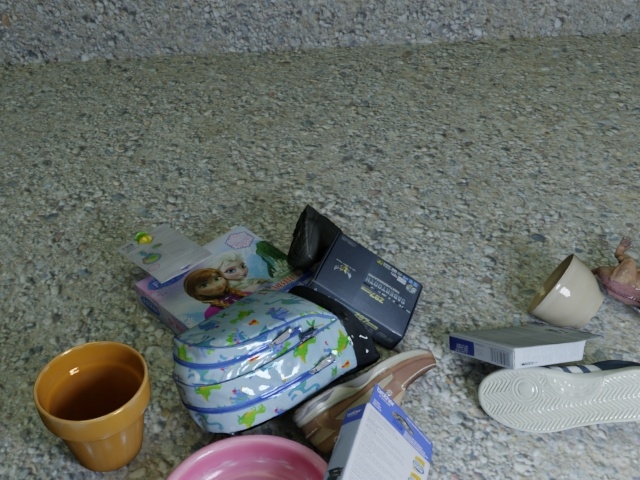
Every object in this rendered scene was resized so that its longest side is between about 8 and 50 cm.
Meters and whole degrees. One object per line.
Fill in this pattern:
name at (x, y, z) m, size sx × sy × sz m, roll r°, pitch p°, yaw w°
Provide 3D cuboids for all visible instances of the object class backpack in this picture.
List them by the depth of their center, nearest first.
backpack at (-0.116, 0.229, 1.691) m, size 0.356 × 0.273 × 0.290 m, roll -40°, pitch 30°, yaw -20°

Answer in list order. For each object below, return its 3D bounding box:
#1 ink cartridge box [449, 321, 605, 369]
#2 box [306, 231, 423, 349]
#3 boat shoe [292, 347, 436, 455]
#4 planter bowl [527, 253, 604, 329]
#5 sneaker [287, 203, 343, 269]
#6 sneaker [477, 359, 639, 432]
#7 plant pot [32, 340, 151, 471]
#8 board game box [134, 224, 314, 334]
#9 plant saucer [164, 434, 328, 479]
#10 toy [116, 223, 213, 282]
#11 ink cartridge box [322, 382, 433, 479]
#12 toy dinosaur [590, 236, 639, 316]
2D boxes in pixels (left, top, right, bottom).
ink cartridge box at (0.411, 0.209, 1.735) m, size 0.224 × 0.045 × 0.223 m, roll -4°, pitch 4°, yaw -24°
box at (0.098, 0.107, 1.893) m, size 0.233 × 0.059 × 0.183 m, roll 33°, pitch 43°, yaw -2°
boat shoe at (0.100, 0.314, 1.678) m, size 0.325 × 0.123 × 0.116 m, roll -24°, pitch 75°, yaw -26°
planter bowl at (0.540, 0.124, 1.864) m, size 0.109 × 0.162 × 0.162 m, roll 37°, pitch 47°, yaw 6°
sneaker at (0.000, 0.000, 2.037) m, size 0.130 × 0.109 × 0.286 m, roll 26°, pitch 22°, yaw -5°
sneaker at (0.488, 0.297, 1.673) m, size 0.350 × 0.131 × 0.148 m, roll -3°, pitch -1°, yaw 23°
plant pot at (-0.412, 0.325, 1.618) m, size 0.205 × 0.187 × 0.205 m, roll -2°, pitch 37°, yaw 2°
board game box at (-0.203, 0.118, 1.973) m, size 0.319 × 0.065 × 0.318 m, roll -32°, pitch 46°, yaw -32°
plant saucer at (-0.122, 0.485, 1.477) m, size 0.333 × 0.084 × 0.332 m, roll -2°, pitch 37°, yaw 2°
toy at (-0.356, 0.042, 1.987) m, size 0.137 × 0.056 × 0.237 m, roll -31°, pitch 38°, yaw -26°
ink cartridge box at (0.094, 0.417, 1.480) m, size 0.065 × 0.186 × 0.311 m, roll -29°, pitch 23°, yaw 37°
toy dinosaur at (0.700, 0.108, 1.892) m, size 0.296 × 0.127 × 0.200 m, roll 19°, pitch 49°, yaw 34°
